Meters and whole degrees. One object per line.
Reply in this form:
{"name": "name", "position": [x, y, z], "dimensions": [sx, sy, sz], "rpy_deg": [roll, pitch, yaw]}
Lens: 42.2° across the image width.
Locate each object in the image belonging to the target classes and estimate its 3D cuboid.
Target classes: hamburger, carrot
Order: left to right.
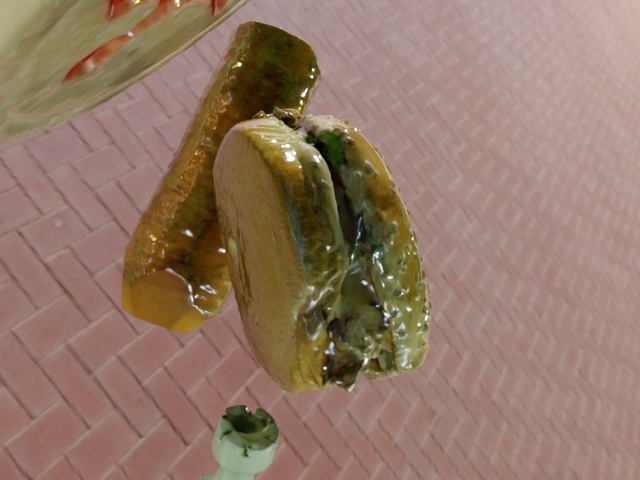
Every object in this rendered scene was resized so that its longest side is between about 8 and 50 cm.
{"name": "carrot", "position": [-0.099, -0.057, 0.806], "dimensions": [0.114, 0.302, 0.114], "rpy_deg": [25, 1, -1]}
{"name": "hamburger", "position": [0.000, 0.000, 0.590], "dimensions": [0.122, 0.189, 0.215], "rpy_deg": [-15, 84, -15]}

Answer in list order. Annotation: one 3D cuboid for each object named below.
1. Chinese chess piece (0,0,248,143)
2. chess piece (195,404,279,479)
{"name": "Chinese chess piece", "position": [-0.103, -0.196, 0.453], "dimensions": [0.140, 0.338, 0.338], "rpy_deg": [54, 32, -7]}
{"name": "chess piece", "position": [-0.059, 0.163, 0.564], "dimensions": [0.067, 0.103, 0.067], "rpy_deg": [12, 32, -8]}
